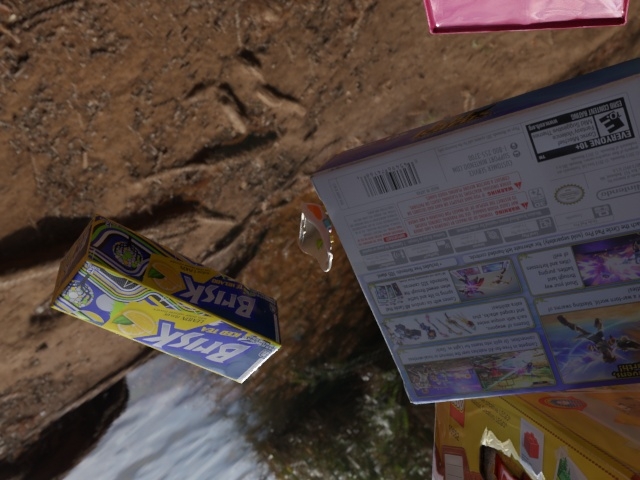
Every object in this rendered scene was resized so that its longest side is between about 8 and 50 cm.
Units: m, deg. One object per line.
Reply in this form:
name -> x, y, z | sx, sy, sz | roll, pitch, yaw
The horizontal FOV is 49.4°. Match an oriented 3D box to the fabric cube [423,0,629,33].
fabric cube -> 0.250, -0.438, 0.841 | 0.259, 0.254, 0.258 | 55, 42, -62

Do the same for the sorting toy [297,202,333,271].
sorting toy -> 0.000, 0.000, 0.945 | 0.045, 0.075, 0.083 | -11, 147, -13

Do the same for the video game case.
video game case -> 0.160, 0.011, 0.577 | 0.270, 0.244, 0.061 | -14, -161, 31

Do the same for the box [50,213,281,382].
box -> -0.114, 0.049, 0.542 | 0.169, 0.054, 0.059 | 29, 121, -29

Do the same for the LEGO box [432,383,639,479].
LEGO box -> 0.366, 0.249, 0.703 | 0.500, 0.373, 0.193 | -160, -109, -81
